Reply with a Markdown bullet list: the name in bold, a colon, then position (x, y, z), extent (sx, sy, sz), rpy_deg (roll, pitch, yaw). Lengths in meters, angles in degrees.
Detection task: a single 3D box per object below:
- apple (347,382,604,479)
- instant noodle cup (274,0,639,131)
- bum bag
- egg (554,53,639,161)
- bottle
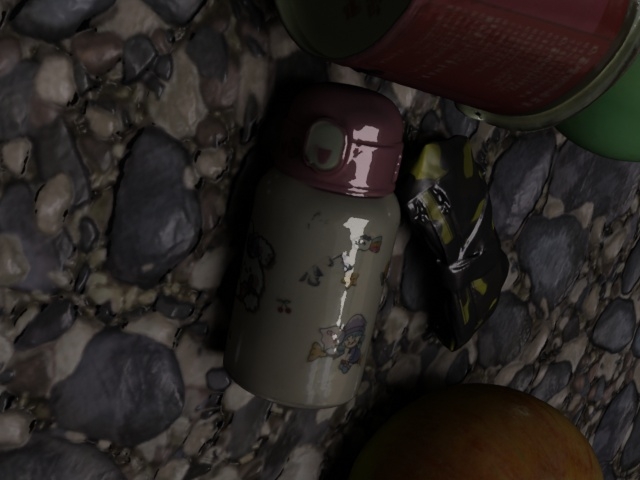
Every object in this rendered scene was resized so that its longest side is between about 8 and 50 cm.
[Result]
- **apple**: position (0.141, 0.253, 0.997), extent (0.261, 0.194, 0.261), rpy_deg (-20, 122, -36)
- **instant noodle cup**: position (0.087, -0.196, 0.698), extent (0.178, 0.235, 0.235), rpy_deg (1, 109, -37)
- **bum bag**: position (0.121, -0.003, 0.946), extent (0.107, 0.060, 0.232), rpy_deg (-50, 140, -29)
- **egg**: position (0.288, -0.195, 0.897), extent (0.270, 0.220, 0.220), rpy_deg (-62, 140, -20)
- **bottle**: position (0.000, 0.000, 0.782), extent (0.110, 0.110, 0.233), rpy_deg (-4, 113, -45)
